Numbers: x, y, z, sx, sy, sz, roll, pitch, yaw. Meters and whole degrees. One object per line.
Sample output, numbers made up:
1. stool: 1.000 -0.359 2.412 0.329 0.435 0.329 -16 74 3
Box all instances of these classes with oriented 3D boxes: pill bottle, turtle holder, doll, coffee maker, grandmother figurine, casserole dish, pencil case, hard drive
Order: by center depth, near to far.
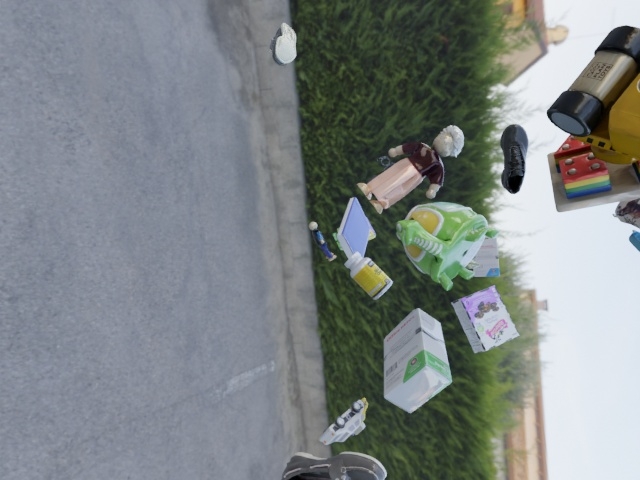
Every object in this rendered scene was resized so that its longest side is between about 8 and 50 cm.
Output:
1. turtle holder: 0.348 0.006 1.221 0.320 0.227 0.243 -27 142 -32
2. grandmother figurine: 0.293 -0.220 1.251 0.208 0.342 0.104 53 9 7
3. pill bottle: 0.182 0.132 1.580 0.184 0.103 0.103 45 14 7
4. pencil case: 1.403 -0.042 1.636 0.183 0.160 0.410 -56 -143 26
5. casserole dish: 1.385 0.037 1.728 0.188 0.114 0.037 61 -43 27
6. coffee maker: 0.284 -0.267 1.768 0.178 0.120 0.171 166 -93 -72
7. doll: 0.000 0.000 1.796 0.189 0.046 0.129 60 -9 -22
8. hard drive: 0.171 -0.041 1.997 0.210 0.040 0.319 60 31 -28

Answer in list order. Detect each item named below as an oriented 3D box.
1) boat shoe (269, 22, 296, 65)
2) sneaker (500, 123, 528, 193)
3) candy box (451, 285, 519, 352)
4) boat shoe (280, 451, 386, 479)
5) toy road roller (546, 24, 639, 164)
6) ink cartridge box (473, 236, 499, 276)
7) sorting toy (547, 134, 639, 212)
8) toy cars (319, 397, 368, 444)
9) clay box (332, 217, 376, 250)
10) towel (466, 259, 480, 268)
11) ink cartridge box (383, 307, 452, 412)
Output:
1. boat shoe: -0.133 -0.652 1.385 0.084 0.079 0.233 37 38 -33
2. sneaker: 0.781 -0.319 1.624 0.130 0.109 0.286 -61 141 -57
3. candy box: 0.596 0.284 1.476 0.196 0.164 0.070 68 -21 14
4. boat shoe: 0.024 0.632 1.074 0.112 0.335 0.095 59 40 -8
5. toy road roller: 0.644 -0.242 0.786 0.240 0.329 0.202 29 101 -43
6. ink cartridge box: 0.709 0.062 1.751 0.060 0.104 0.180 -8 95 -68
7. sorting toy: 0.704 -0.204 0.997 0.089 0.257 0.255 57 37 -29
8. toy cars: 0.107 0.658 1.457 0.176 0.087 0.394 -43 159 -5
9. clay box: 0.194 -0.037 2.365 0.053 0.222 0.127 91 -25 -65
10. towel: 0.507 0.065 1.506 0.110 0.148 0.027 4 113 -47
11. ink cartridge box: 0.331 0.414 1.438 0.211 0.121 0.289 -51 -169 28
